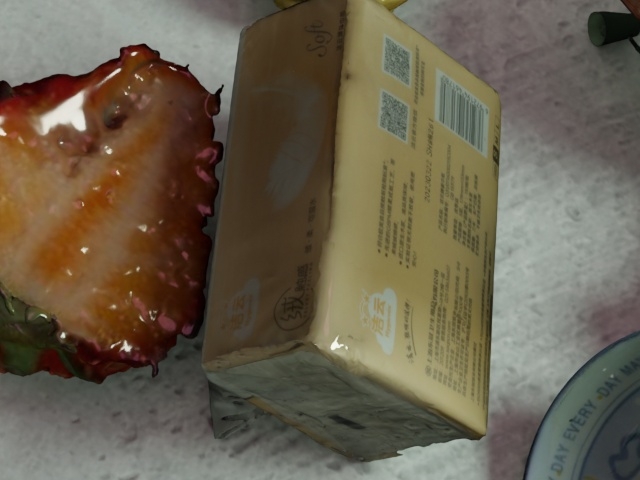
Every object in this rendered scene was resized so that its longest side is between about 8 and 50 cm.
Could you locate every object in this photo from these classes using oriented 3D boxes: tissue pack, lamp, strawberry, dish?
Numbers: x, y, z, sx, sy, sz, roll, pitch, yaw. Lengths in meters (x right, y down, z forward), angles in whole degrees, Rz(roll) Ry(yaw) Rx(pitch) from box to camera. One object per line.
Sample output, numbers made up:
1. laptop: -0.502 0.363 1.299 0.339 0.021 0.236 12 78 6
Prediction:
1. tissue pack: 0.000 0.000 1.492 0.239 0.238 0.305 7 64 -4
2. lamp: 0.284 -0.155 1.687 0.054 0.041 0.121 -9 61 -21
3. strawberry: -0.220 -0.021 1.498 0.253 0.150 0.280 17 59 -18
4. dish: 0.298 0.206 1.433 0.134 0.273 0.273 18 54 -44

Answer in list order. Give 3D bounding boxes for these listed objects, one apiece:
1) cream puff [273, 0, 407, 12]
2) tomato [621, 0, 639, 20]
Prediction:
1. cream puff: 0.007 -0.268 1.653 0.189 0.129 0.189 4 70 -12
2. tomato: 0.390 -0.190 1.554 0.309 0.309 0.170 36 90 11
